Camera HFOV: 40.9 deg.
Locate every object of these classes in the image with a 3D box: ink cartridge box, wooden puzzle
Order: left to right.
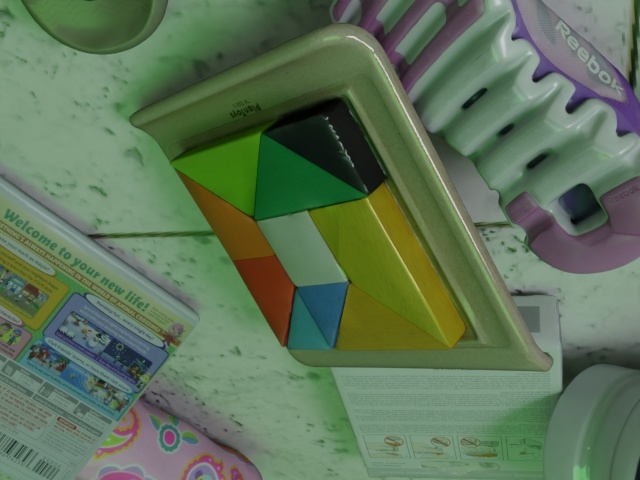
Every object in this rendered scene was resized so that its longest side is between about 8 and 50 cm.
[{"bbox_3d":[0.000,0.000,0.528,0.221,0.044,0.238,-9,122,50],"label":"wooden puzzle"},{"bbox_3d":[0.110,0.131,0.725,0.181,0.056,0.224,-2,141,14],"label":"ink cartridge box"}]

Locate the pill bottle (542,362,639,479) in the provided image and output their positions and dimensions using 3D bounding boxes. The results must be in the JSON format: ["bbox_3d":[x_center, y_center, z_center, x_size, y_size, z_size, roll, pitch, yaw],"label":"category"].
[{"bbox_3d":[0.297,0.174,0.584,0.265,0.153,0.153,11,148,50],"label":"pill bottle"}]

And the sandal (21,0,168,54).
[{"bbox_3d":[-0.159,-0.209,0.401,0.120,0.086,0.302,-9,133,21],"label":"sandal"}]

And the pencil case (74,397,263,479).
[{"bbox_3d":[-0.187,0.200,0.806,0.124,0.124,0.284,-29,124,34],"label":"pencil case"}]

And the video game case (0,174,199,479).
[{"bbox_3d":[-0.235,0.078,0.674,0.212,0.023,0.193,39,88,-25],"label":"video game case"}]

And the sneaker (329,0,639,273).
[{"bbox_3d":[0.101,-0.095,0.464,0.236,0.104,0.095,49,133,-4],"label":"sneaker"}]
